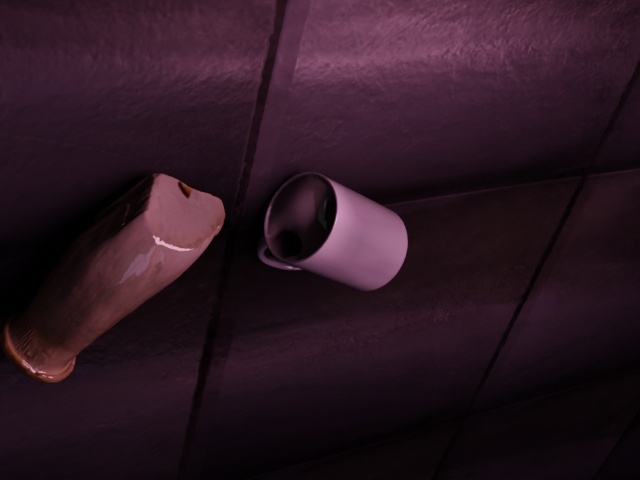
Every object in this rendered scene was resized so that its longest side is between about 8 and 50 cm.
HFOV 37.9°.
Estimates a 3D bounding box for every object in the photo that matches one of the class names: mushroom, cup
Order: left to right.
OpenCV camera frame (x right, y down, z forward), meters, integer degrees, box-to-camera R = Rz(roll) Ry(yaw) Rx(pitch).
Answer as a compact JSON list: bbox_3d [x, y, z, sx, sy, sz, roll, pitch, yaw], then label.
[{"bbox_3d":[-0.203,0.033,0.886,0.247,0.108,0.096,-43,100,7],"label":"mushroom"},{"bbox_3d":[0.004,-0.010,1.001,0.133,0.136,0.099,22,82,-47],"label":"cup"}]
